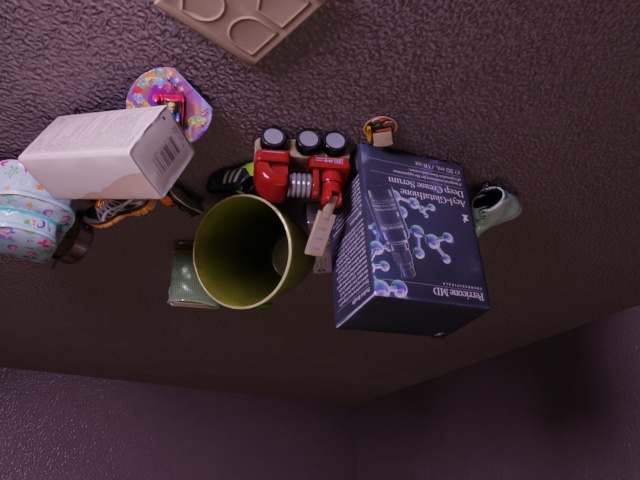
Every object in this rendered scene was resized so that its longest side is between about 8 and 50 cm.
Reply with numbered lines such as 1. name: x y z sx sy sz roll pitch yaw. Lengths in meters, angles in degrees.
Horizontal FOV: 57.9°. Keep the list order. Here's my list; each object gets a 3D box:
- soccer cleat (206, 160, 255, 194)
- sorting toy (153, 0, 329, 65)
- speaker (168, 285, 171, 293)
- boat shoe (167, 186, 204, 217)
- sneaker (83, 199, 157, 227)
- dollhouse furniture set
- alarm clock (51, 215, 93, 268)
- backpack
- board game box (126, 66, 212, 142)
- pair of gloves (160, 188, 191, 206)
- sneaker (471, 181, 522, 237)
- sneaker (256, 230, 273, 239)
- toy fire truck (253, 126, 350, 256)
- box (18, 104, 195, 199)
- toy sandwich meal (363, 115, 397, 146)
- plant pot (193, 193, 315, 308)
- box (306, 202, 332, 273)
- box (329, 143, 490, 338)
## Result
1. soccer cleat: -0.209 -0.140 1.413 0.178 0.072 0.060 -18 148 25
2. sorting toy: -0.166 -0.422 0.943 0.307 0.041 0.229 23 146 -39
3. speaker: -0.448 0.169 1.979 0.136 0.055 0.055 -11 150 14
4. boat shoe: -0.352 -0.096 1.485 0.042 0.049 0.133 -27 152 13
5. sneaker: -0.519 -0.098 1.467 0.214 0.084 0.083 -17 135 18
6. dollhouse furniture set: -0.282 0.086 1.690 0.301 0.198 0.151 6 152 -18
7. alarm clock: -0.655 -0.012 1.557 0.192 0.129 0.064 -36 141 21
8. backpack: -0.706 -0.072 1.389 0.225 0.191 0.253 20 139 -35
9. board game box: -0.301 -0.255 1.153 0.133 0.033 0.169 -37 125 10
10. pair of gloves: -0.380 -0.111 1.516 0.083 0.010 0.074 -9 151 10
11. sneaker: 0.407 -0.068 1.580 0.255 0.094 0.151 -32 147 26
12. sneaker: -0.218 -0.035 1.623 0.185 0.070 0.084 6 143 -29
13. toy fire truck: -0.043 -0.107 1.308 0.216 0.247 0.158 3 151 -10
14. box: -0.427 -0.171 1.155 0.310 0.148 0.121 3 140 29
15. toy sandwich meal: 0.136 -0.244 1.300 0.085 0.029 0.086 -2 152 -1
16. plant pot: -0.131 0.036 1.505 0.274 0.275 0.293 -16 169 23
17. box: 0.000 0.000 1.699 0.063 0.067 0.324 -3 152 1
18. box: 0.194 0.007 1.385 0.293 0.396 0.212 8 150 -20
